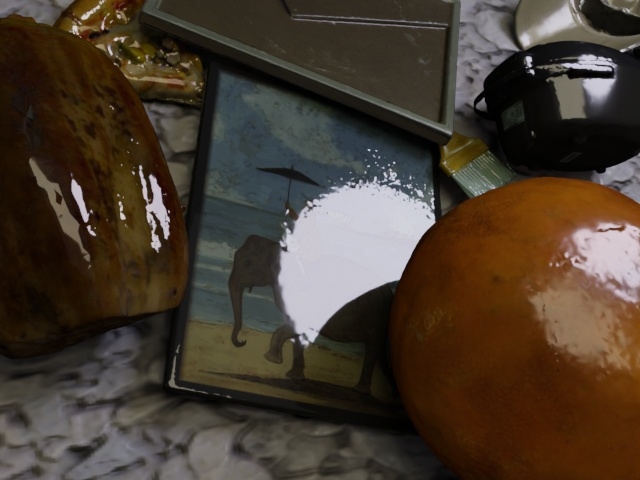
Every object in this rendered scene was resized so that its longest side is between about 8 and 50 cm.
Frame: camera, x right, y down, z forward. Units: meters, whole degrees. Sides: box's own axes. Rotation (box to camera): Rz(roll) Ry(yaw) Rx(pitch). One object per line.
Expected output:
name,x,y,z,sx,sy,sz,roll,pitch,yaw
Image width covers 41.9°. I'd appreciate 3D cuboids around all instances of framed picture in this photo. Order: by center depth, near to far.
framed picture,0.000,0.000,0.787,0.265,0.016,0.346,15,57,-18
framed picture,-0.003,-0.251,0.911,0.335,0.022,0.247,20,50,-11

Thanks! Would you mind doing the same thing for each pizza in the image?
pizza,-0.181,-0.181,0.823,0.176,0.036,0.185,43,57,6

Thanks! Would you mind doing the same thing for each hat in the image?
hat,0.336,-0.276,1.063,0.173,0.144,0.166,-34,74,13

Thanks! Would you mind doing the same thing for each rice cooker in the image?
rice cooker,0.270,-0.142,0.908,0.203,0.142,0.118,3,72,-21

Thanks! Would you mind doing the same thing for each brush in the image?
brush,0.117,-0.129,0.902,0.218,0.010,0.083,47,48,13

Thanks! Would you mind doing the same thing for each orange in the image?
orange,0.198,0.084,0.696,0.284,0.226,0.283,10,60,-18

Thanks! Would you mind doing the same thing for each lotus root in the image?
lotus root,-0.223,-0.046,0.662,0.193,0.193,0.290,-13,70,-26

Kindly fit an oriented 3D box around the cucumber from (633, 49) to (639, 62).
cucumber,0.454,-0.203,1.071,0.039,0.039,0.168,-34,79,-32
